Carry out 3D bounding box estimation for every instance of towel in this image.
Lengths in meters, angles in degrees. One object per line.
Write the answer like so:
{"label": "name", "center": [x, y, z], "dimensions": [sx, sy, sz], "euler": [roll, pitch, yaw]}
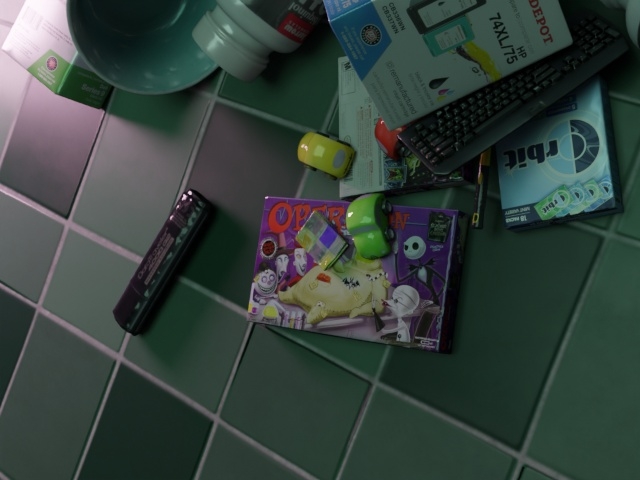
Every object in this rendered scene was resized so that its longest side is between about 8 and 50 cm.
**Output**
{"label": "towel", "center": [0.000, 0.000, 1.454], "dimensions": [0.060, 0.009, 0.083], "euler": [-50, 59, 15]}

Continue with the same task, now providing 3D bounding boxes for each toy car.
{"label": "toy car", "center": [0.064, -0.085, 1.400], "dimensions": [0.239, 0.053, 0.225], "euler": [-14, 74, 31]}

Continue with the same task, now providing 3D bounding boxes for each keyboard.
{"label": "keyboard", "center": [0.241, -0.221, 1.295], "dimensions": [0.317, 0.033, 0.201], "euler": [-34, 40, -3]}

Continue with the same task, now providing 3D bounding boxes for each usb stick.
{"label": "usb stick", "center": [-0.277, 0.040, 1.663], "dimensions": [0.077, 0.045, 0.278], "euler": [42, 105, 38]}

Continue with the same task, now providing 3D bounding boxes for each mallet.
{"label": "mallet", "center": [0.235, -0.110, 1.312], "dimensions": [0.062, 0.039, 0.189], "euler": [-2, 85, 40]}

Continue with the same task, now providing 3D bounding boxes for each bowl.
{"label": "bowl", "center": [-0.300, -0.423, 1.634], "dimensions": [0.311, 0.311, 0.163], "euler": [-58, 39, 11]}

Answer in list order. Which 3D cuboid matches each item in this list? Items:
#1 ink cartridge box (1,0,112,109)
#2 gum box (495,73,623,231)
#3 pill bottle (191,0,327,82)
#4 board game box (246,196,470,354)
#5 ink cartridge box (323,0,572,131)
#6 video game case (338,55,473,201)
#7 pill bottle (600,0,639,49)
{"label": "ink cartridge box", "center": [-0.449, -0.430, 1.810], "dimensions": [0.211, 0.121, 0.289], "euler": [38, 103, 32]}
{"label": "gum box", "center": [0.320, -0.116, 1.297], "dimensions": [0.157, 0.041, 0.184], "euler": [-12, 75, 33]}
{"label": "pill bottle", "center": [-0.061, -0.414, 1.519], "dimensions": [0.318, 0.176, 0.176], "euler": [-48, 60, 18]}
{"label": "board game box", "center": [0.049, 0.046, 1.447], "dimensions": [0.347, 0.056, 0.208], "euler": [5, 80, 34]}
{"label": "ink cartridge box", "center": [0.159, -0.323, 1.274], "dimensions": [0.270, 0.198, 0.197], "euler": [-25, 39, 12]}
{"label": "video game case", "center": [0.124, -0.185, 1.438], "dimensions": [0.210, 0.042, 0.232], "euler": [-8, 77, 32]}
{"label": "pill bottle", "center": [0.494, -0.265, 1.107], "dimensions": [0.210, 0.210, 0.363], "euler": [-50, 59, 16]}
